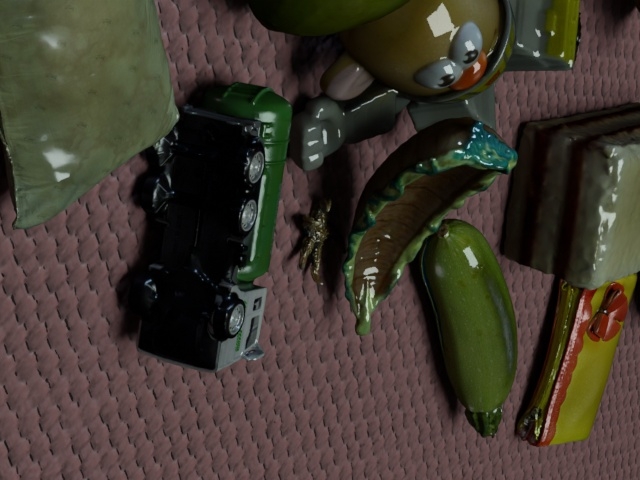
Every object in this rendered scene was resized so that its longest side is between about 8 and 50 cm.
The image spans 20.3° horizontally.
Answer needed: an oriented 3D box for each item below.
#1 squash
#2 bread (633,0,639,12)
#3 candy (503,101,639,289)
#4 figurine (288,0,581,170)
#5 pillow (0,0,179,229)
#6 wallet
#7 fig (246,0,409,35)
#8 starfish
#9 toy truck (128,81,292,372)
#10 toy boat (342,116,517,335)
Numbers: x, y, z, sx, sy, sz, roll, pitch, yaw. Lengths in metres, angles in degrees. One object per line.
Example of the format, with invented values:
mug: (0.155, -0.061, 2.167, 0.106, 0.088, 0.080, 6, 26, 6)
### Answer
squash: (0.177, 0.099, 2.013, 0.094, 0.094, 0.341, -48, 139, -31)
bread: (0.440, -0.309, 2.094, 0.149, 0.158, 0.143, -31, 138, 12)
candy: (0.357, -0.060, 2.154, 0.321, 0.135, 0.179, -13, 119, -53)
figurine: (0.110, -0.196, 1.672, 0.285, 0.167, 0.342, 27, 88, -61)
pillow: (-0.189, -0.163, 1.326, 0.185, 0.075, 0.302, -39, 136, -37)
wallet: (0.332, 0.148, 2.294, 0.141, 0.067, 0.241, -3, 109, -54)
fig: (0.001, -0.271, 1.479, 0.203, 0.203, 0.225, -24, 165, -49)
starfish: (0.000, 0.000, 1.744, 0.078, 0.028, 0.091, -31, 133, -52)
toy truck: (-0.088, -0.015, 1.541, 0.125, 0.101, 0.242, -17, 119, -66)
toy boat: (0.085, -0.024, 1.723, 0.108, 0.099, 0.293, -4, 149, -33)
